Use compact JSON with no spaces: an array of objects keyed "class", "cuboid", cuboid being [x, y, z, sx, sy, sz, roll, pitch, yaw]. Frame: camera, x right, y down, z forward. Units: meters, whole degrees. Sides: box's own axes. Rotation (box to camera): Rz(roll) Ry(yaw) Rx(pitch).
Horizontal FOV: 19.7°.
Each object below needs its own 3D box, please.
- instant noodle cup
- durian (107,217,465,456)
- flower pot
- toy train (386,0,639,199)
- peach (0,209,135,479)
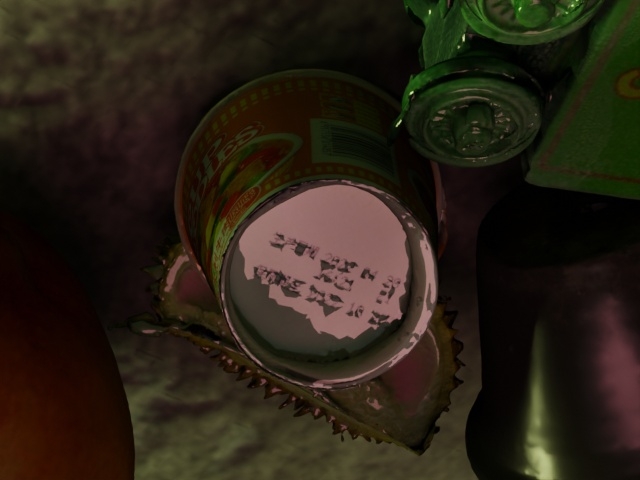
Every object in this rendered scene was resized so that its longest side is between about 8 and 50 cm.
[{"class":"instant noodle cup","cuboid":[0.000,0.000,1.025,0.168,0.185,0.168,-1,106,-3]},{"class":"durian","cuboid":[-0.012,0.042,1.178,0.221,0.095,0.137,25,93,-16]},{"class":"flower pot","cuboid":[0.181,0.039,1.110,0.235,0.235,0.148,-14,114,13]},{"class":"toy train","cuboid":[0.140,-0.128,0.970,0.188,0.132,0.243,6,144,-11]},{"class":"peach","cuboid":[-0.266,0.122,1.130,0.308,0.308,0.332,29,113,-26]}]
